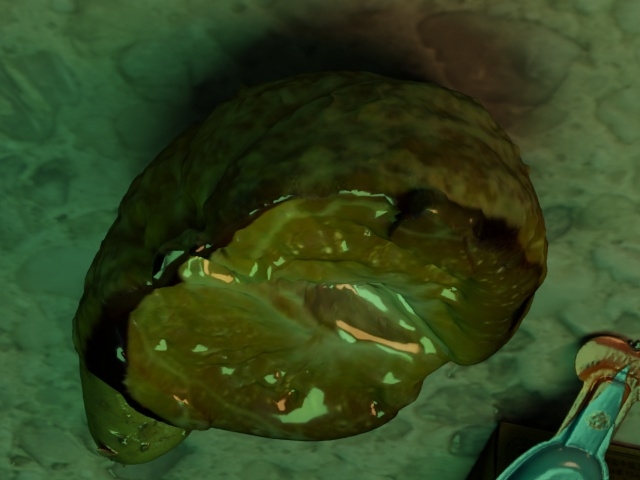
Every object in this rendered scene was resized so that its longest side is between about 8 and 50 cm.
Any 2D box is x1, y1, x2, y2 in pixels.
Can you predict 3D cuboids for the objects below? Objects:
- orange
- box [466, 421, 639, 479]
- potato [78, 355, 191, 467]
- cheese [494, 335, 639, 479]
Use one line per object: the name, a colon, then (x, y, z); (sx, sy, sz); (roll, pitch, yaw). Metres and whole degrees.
orange: (0.000, 0.000, 1.377); (0.271, 0.210, 0.368); (30, 134, -30)
box: (0.251, 0.253, 1.772); (0.240, 0.071, 0.159); (12, 143, -8)
potato: (-0.157, 0.118, 1.651); (0.105, 0.085, 0.188); (-17, 136, -4)
cheese: (0.213, 0.188, 1.654); (0.106, 0.037, 0.256); (21, 112, -12)
